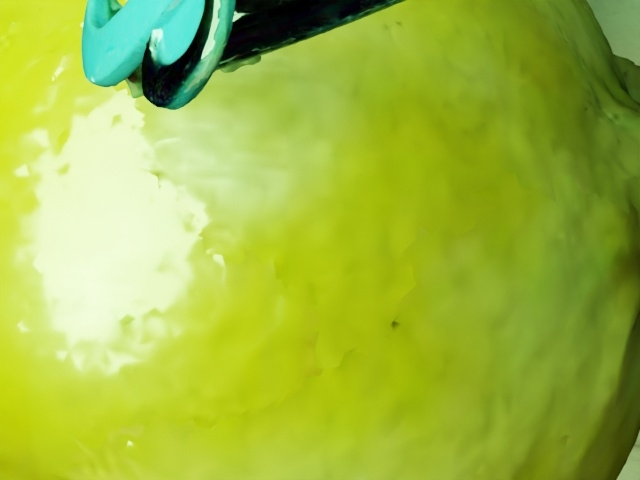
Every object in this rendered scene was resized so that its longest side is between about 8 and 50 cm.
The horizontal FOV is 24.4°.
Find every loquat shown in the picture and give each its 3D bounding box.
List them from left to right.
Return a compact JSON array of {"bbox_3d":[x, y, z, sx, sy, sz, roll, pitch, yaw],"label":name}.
[{"bbox_3d":[0.000,0.000,0.548,0.359,0.328,0.328,-6,155,24],"label":"loquat"}]

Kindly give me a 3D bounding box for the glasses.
[{"bbox_3d":[0.049,-0.120,0.366,0.207,0.239,0.102,1,-134,-54],"label":"glasses"}]
